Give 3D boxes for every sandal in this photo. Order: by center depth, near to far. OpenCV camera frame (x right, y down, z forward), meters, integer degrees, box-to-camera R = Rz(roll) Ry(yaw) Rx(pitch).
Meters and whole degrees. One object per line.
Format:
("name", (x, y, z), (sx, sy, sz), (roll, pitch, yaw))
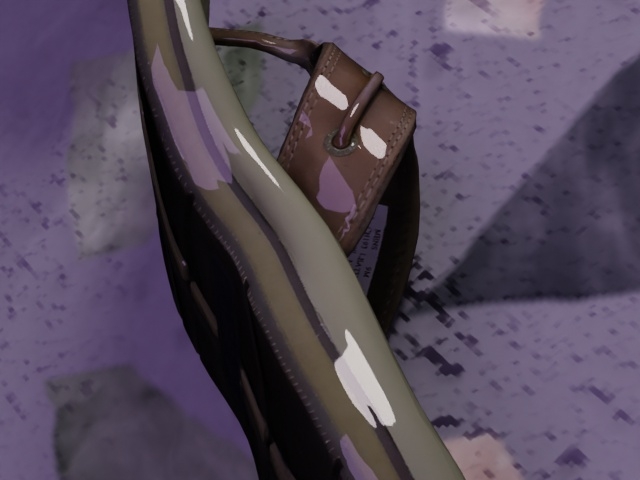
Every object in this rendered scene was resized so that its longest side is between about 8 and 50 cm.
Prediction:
("sandal", (0.000, 0.002, 0.505), (0.086, 0.120, 0.303), (-16, 54, -13))
